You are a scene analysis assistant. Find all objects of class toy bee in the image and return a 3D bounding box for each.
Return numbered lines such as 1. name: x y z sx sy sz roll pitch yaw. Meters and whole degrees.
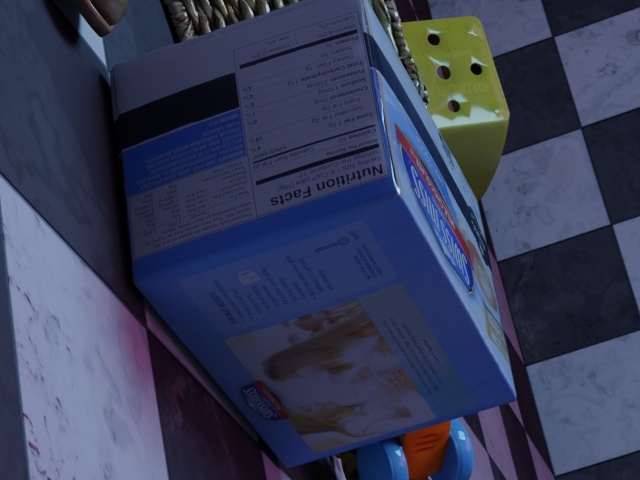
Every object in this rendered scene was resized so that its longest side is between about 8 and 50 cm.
1. toy bee: 0.058 0.202 1.849 0.195 0.298 0.162 13 15 -37

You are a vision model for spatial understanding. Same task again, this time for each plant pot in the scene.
1. plant pot: 0.117 -0.169 2.349 0.187 0.212 0.212 132 -54 -60

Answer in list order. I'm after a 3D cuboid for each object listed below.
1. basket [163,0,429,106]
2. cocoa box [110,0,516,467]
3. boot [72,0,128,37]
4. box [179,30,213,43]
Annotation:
1. basket: -0.047 -0.223 1.959 0.213 0.223 0.299 148 -78 -84
2. cocoa box: 0.000 0.000 1.613 0.347 0.231 0.228 57 19 -52
3. boot: -0.177 -0.304 1.570 0.112 0.115 0.305 59 18 -55
4. box: -0.114 -0.140 1.736 0.083 0.062 0.052 -97 162 -49
